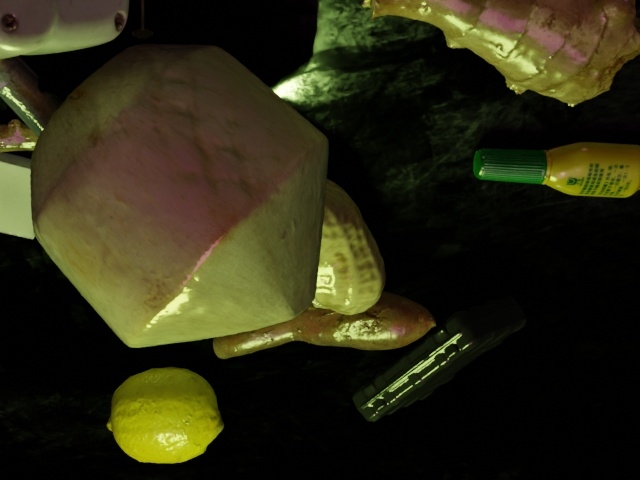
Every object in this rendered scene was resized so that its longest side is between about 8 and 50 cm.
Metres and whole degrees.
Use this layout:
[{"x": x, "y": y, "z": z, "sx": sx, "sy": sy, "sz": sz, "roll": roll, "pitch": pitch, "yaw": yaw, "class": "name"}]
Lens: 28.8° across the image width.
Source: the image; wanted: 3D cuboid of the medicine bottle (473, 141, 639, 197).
[{"x": 0.361, "y": -0.109, "z": 1.886, "sx": 0.260, "sy": 0.064, "sz": 0.095, "roll": 2, "pitch": 136, "yaw": -9, "class": "medicine bottle"}]

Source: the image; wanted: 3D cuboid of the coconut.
[{"x": -0.171, "y": -0.044, "z": 1.643, "sx": 0.415, "sy": 0.344, "sz": 0.415, "roll": 6, "pitch": 109, "yaw": 18, "class": "coconut"}]

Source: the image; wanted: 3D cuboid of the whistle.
[{"x": -0.375, "y": -0.164, "z": 1.743, "sx": 0.057, "sy": 0.068, "sz": 0.326, "roll": 6, "pitch": 148, "yaw": 35, "class": "whistle"}]

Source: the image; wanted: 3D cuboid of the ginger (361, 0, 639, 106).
[{"x": 0.246, "y": -0.308, "z": 1.586, "sx": 0.375, "sy": 0.166, "sz": 0.236, "roll": 16, "pitch": 143, "yaw": -30, "class": "ginger"}]

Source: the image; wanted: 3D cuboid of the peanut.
[{"x": 0.000, "y": 0.000, "z": 1.907, "sx": 0.153, "sy": 0.140, "sz": 0.325, "roll": -32, "pitch": 138, "yaw": 7, "class": "peanut"}]

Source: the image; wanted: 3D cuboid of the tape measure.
[{"x": -0.337, "y": -0.339, "z": 1.407, "sx": 0.130, "sy": 0.258, "sz": 0.265, "roll": -3, "pitch": -170, "yaw": 44, "class": "tape measure"}]

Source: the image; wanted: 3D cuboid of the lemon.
[{"x": -0.274, "y": 0.309, "z": 2.200, "sx": 0.193, "sy": 0.181, "sz": 0.180, "roll": -27, "pitch": 134, "yaw": 21, "class": "lemon"}]

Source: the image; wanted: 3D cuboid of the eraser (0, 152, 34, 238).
[{"x": -0.461, "y": -0.067, "z": 1.871, "sx": 0.103, "sy": 0.023, "sz": 0.150, "roll": 14, "pitch": 134, "yaw": -21, "class": "eraser"}]

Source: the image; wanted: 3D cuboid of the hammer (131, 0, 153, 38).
[{"x": -0.233, "y": -0.315, "z": 1.631, "sx": 0.029, "sy": 0.014, "sz": 0.123, "roll": -6, "pitch": 136, "yaw": -13, "class": "hammer"}]

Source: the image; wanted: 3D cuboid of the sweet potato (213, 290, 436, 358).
[{"x": 0.004, "y": 0.136, "z": 2.090, "sx": 0.385, "sy": 0.109, "sz": 0.109, "roll": -5, "pitch": 140, "yaw": 18, "class": "sweet potato"}]

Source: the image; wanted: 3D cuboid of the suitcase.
[{"x": 0.204, "y": 0.203, "z": 2.143, "sx": 0.285, "sy": 0.066, "sz": 0.206, "roll": -42, "pitch": 164, "yaw": 33, "class": "suitcase"}]

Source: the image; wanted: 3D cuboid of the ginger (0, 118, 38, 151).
[{"x": -0.454, "y": -0.145, "z": 1.774, "sx": 0.137, "sy": 0.044, "sz": 0.057, "roll": -9, "pitch": 109, "yaw": -5, "class": "ginger"}]
